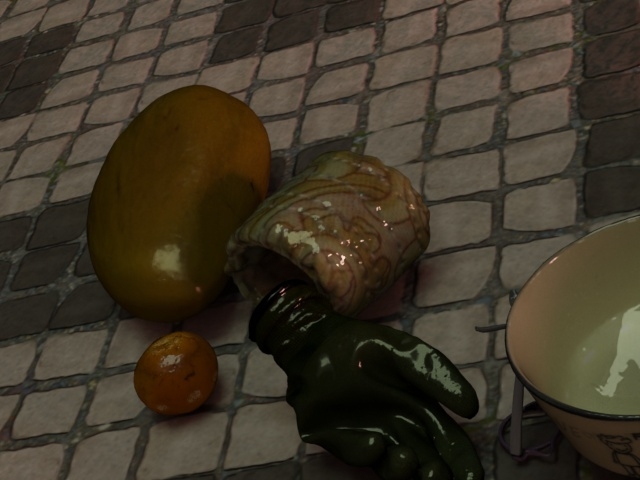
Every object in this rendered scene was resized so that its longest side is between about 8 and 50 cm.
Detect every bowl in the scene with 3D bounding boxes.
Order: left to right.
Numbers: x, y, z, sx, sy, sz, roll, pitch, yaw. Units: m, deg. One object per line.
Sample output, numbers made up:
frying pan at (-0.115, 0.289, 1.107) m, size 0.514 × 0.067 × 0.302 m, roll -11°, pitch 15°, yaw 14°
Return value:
bowl at (0.270, 0.091, 1.102) m, size 0.238 × 0.126 × 0.238 m, roll -17°, pitch 35°, yaw 12°

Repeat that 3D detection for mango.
mango at (-0.157, -0.040, 1.535) m, size 0.195 × 0.142 × 0.331 m, roll -12°, pitch 38°, yaw 26°

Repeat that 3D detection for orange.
orange at (-0.134, 0.126, 1.357) m, size 0.083 × 0.070 × 0.083 m, roll -18°, pitch 22°, yaw 8°

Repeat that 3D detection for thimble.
thimble at (0.000, 0.000, 1.387) m, size 0.143 × 0.137 × 0.190 m, roll -43°, pitch 27°, yaw -26°

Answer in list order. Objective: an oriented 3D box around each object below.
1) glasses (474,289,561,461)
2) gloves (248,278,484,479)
glasses at (0.175, 0.096, 1.176) m, size 0.062 × 0.104 × 0.140 m, roll 6°, pitch 41°, yaw 39°
gloves at (0.041, 0.129, 1.207) m, size 0.135 × 0.107 × 0.268 m, roll -48°, pitch 48°, yaw 2°
